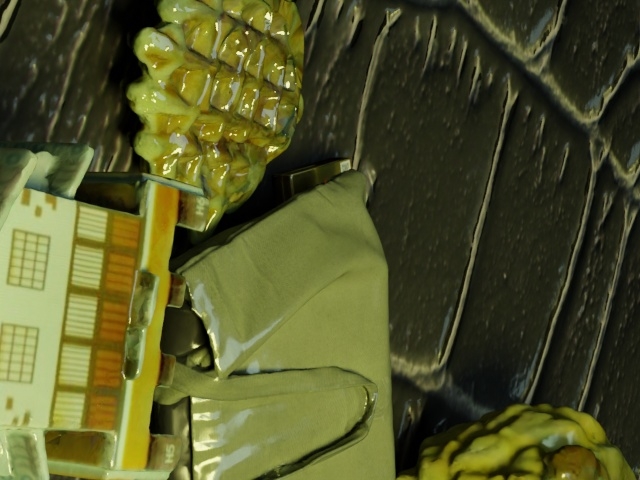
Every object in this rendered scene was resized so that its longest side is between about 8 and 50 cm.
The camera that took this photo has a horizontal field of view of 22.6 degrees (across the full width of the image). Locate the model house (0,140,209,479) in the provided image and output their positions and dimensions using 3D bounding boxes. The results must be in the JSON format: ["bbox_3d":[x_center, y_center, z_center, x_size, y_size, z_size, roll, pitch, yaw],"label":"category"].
[{"bbox_3d":[-0.203,0.040,0.924,0.215,0.224,0.198,12,83,-55],"label":"model house"}]

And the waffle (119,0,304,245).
[{"bbox_3d":[-0.072,-0.120,1.213,0.204,0.054,0.223,-48,142,-38],"label":"waffle"}]

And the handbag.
[{"bbox_3d":[-0.030,0.122,1.264,0.253,0.109,0.315,-19,112,-46],"label":"handbag"}]

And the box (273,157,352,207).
[{"bbox_3d":[0.000,0.000,1.375,0.090,0.023,0.133,-22,110,-53],"label":"box"}]

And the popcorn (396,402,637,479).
[{"bbox_3d":[0.177,0.288,1.450,0.293,0.237,0.292,15,72,-58],"label":"popcorn"}]
